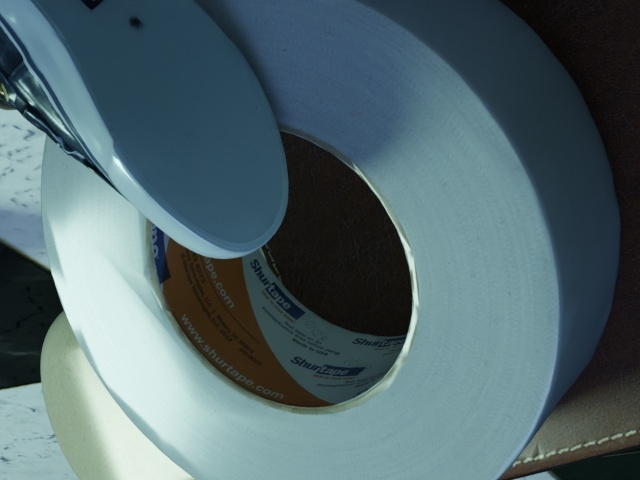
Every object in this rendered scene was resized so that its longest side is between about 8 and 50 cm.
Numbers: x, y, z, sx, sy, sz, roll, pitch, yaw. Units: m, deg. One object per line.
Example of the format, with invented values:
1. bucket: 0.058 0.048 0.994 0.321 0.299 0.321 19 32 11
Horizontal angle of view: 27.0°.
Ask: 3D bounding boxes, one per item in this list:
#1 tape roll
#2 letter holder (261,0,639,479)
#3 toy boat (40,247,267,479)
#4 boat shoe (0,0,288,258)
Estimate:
1. tape roll: 0.000 0.000 0.515 0.219 0.219 0.072 -21 -172 35
2. letter holder: 0.129 -0.038 0.567 0.302 0.214 0.152 -24 -179 39
3. toy boat: -0.059 0.078 0.829 0.231 0.151 0.151 -19 -178 32
4. boat shoe: -0.089 -0.064 0.462 0.183 0.065 0.083 51 145 -8
